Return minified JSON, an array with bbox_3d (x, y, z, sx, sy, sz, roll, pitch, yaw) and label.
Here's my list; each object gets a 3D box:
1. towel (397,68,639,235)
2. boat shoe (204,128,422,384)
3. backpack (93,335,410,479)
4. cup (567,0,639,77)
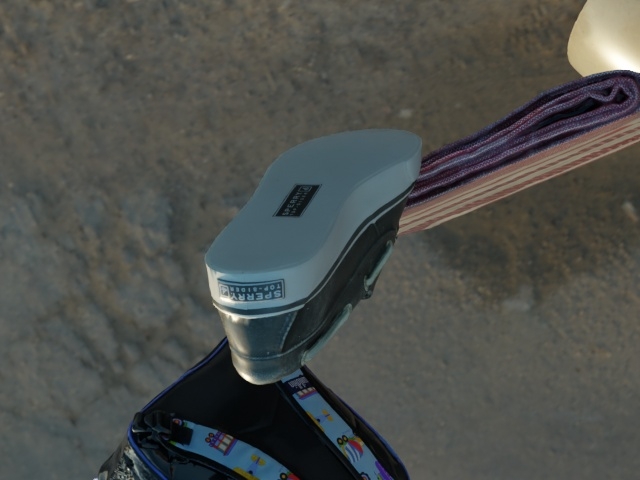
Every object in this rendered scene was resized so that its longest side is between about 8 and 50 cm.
[{"bbox_3d":[0.134,-0.057,0.905,0.237,0.329,0.037,-22,86,18],"label":"towel"},{"bbox_3d":[0.000,0.000,0.685,0.077,0.219,0.070,5,117,23],"label":"boat shoe"},{"bbox_3d":[-0.035,0.159,0.805,0.173,0.158,0.117,41,132,7],"label":"backpack"},{"bbox_3d":[0.414,-0.175,1.069,0.237,0.331,0.331,54,134,18],"label":"cup"}]
